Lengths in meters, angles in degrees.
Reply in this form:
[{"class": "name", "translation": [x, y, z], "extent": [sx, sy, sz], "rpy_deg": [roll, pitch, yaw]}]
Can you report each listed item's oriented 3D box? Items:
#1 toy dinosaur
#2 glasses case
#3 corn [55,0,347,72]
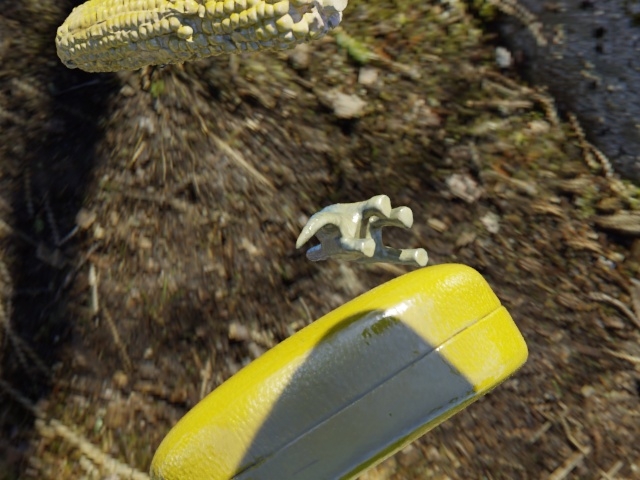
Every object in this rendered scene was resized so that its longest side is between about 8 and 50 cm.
[{"class": "toy dinosaur", "translation": [0.000, 0.000, 1.362], "extent": [0.188, 0.248, 0.075], "rpy_deg": [-8, 85, 35]}, {"class": "glasses case", "translation": [0.013, 0.148, 1.180], "extent": [0.371, 0.173, 0.141], "rpy_deg": [-32, 84, -10]}, {"class": "corn", "translation": [-0.113, -0.197, 1.136], "extent": [0.288, 0.086, 0.086], "rpy_deg": [-5, 101, 27]}]
